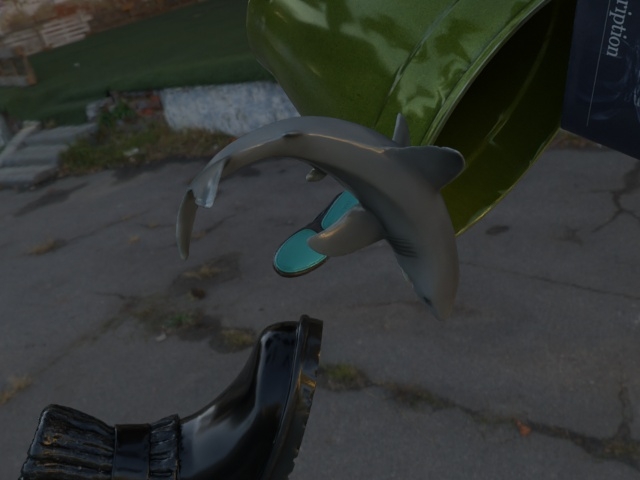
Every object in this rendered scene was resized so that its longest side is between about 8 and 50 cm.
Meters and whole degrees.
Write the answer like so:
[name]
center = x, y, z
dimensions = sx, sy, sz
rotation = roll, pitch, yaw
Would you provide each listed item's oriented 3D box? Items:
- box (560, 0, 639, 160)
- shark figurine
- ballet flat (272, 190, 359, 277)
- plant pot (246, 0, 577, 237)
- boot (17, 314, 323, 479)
[box]
center = 0.362, -0.193, 0.444
dimensions = 0.312, 0.343, 0.179
rotation = 32, 64, 33
[shark figurine]
center = 0.034, -0.046, 0.459
dimensions = 0.278, 0.166, 0.116
rotation = 18, -15, -40
[ballet flat]
center = 0.000, 0.000, 1.470
dimensions = 0.095, 0.096, 0.280
rotation = 43, 64, 11
[plant pot]
center = 0.104, -0.236, 0.839
dimensions = 0.366, 0.366, 0.353
rotation = -31, 60, -32
[boot]
center = -0.161, 0.204, 0.692
dimensions = 0.260, 0.348, 0.131
rotation = 22, 8, -5
